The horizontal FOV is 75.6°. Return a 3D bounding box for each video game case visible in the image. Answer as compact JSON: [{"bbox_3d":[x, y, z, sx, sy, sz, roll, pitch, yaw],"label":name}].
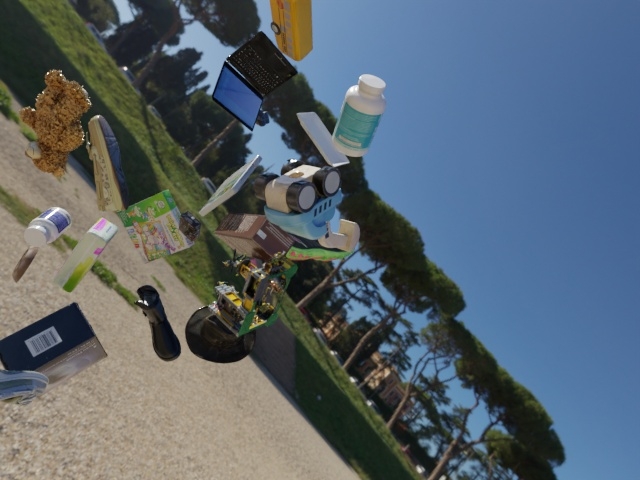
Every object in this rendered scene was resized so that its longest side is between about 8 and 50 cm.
[{"bbox_3d":[-0.467,-0.284,2.146,0.328,0.300,0.036,-24,-61,41],"label":"video game case"}]

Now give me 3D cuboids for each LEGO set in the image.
[{"bbox_3d":[-0.248,0.159,1.447,0.192,0.254,0.332,35,-56,25],"label":"LEGO set"}]

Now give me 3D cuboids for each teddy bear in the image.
[{"bbox_3d":[-0.859,-0.373,1.325,0.245,0.338,0.113,46,18,-2],"label":"teddy bear"}]

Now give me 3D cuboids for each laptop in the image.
[{"bbox_3d":[-0.236,-0.577,1.525,0.234,0.264,0.137,30,37,-55],"label":"laptop"}]

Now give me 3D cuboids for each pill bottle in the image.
[{"bbox_3d":[-1.124,-0.053,1.700,0.112,0.112,0.187,55,12,-24],"label":"pill bottle"},{"bbox_3d":[0.141,-0.440,1.460,0.146,0.146,0.264,44,-41,21],"label":"pill bottle"}]

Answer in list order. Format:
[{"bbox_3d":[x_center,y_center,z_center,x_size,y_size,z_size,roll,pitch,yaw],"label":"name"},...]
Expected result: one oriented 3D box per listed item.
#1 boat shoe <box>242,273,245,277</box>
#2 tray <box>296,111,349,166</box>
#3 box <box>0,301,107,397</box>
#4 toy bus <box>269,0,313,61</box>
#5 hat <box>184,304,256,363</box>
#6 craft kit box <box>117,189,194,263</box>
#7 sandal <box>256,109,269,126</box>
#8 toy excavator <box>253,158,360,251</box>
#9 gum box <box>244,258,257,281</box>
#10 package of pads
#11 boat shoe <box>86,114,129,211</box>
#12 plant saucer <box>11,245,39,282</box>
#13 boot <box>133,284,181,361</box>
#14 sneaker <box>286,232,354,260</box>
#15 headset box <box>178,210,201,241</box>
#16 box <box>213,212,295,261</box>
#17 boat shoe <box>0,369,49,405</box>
[{"bbox_3d":[-0.377,0.194,2.271,0.132,0.049,0.042,25,19,-9],"label":"boat shoe"},{"bbox_3d":[0.007,-0.418,1.723,0.030,0.145,0.270,-37,-95,37],"label":"tray"},{"bbox_3d":[-1.046,0.439,1.637,0.183,0.296,0.294,50,-31,14],"label":"box"},{"bbox_3d":[-0.104,-0.817,1.469,0.130,0.108,0.333,39,-16,14],"label":"toy bus"},{"bbox_3d":[-0.452,0.404,1.905,0.331,0.331,0.134,46,-38,15],"label":"hat"},{"bbox_3d":[-0.685,-0.052,1.720,0.061,0.246,0.250,-60,128,-70],"label":"craft kit box"},{"bbox_3d":[-0.338,-0.682,2.301,0.219,0.060,0.090,-69,153,-68],"label":"sandal"},{"bbox_3d":[-0.017,-0.090,1.611,0.222,0.432,0.446,19,-51,36],"label":"toy excavator"},{"bbox_3d":[-0.344,0.170,2.054,0.188,0.062,0.107,113,-32,-71],"label":"gum box"},{"bbox_3d":[-1.040,0.056,1.837,0.101,0.297,0.229,37,8,-22],"label":"package of pads"},{"bbox_3d":[-0.650,-0.223,1.231,0.104,0.089,0.286,-116,-160,-71],"label":"boat shoe"},{"bbox_3d":[-1.374,0.101,1.917,0.036,0.199,0.198,33,-2,-34],"label":"plant saucer"},{"bbox_3d":[-0.608,0.305,1.532,0.246,0.094,0.207,53,-24,36],"label":"boot"},{"bbox_3d":[0.000,0.000,2.122,0.185,0.482,0.203,-13,-104,46],"label":"sneaker"},{"bbox_3d":[-0.408,-0.041,1.288,0.062,0.032,0.083,42,-43,10],"label":"headset box"},{"bbox_3d":[-0.315,-0.018,1.916,0.381,0.143,0.191,11,-28,51],"label":"box"},{"bbox_3d":[-0.845,0.396,1.085,0.320,0.118,0.103,100,-10,-69],"label":"boat shoe"}]
